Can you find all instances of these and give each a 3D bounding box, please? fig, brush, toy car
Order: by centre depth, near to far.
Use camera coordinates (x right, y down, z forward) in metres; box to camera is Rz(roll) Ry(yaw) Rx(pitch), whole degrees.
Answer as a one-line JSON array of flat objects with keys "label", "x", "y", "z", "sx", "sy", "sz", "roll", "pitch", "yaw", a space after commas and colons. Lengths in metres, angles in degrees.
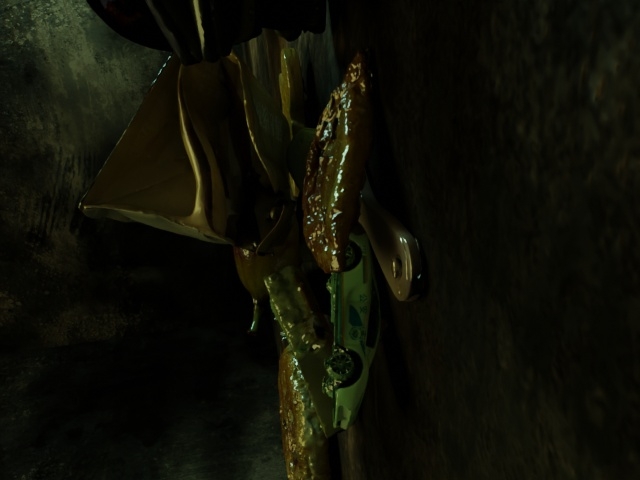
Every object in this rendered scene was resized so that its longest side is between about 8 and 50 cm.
[{"label": "brush", "x": 0.018, "y": -0.036, "z": 0.551, "sx": 0.312, "sy": 0.067, "sz": 0.071, "roll": -114, "pitch": 19, "yaw": -58}, {"label": "toy car", "x": 0.032, "y": 0.081, "z": 0.566, "sx": 0.093, "sy": 0.058, "sz": 0.186, "roll": 96, "pitch": 176, "yaw": -63}, {"label": "fig", "x": -0.105, "y": 0.045, "z": 1.161, "sx": 0.170, "sy": 0.146, "sz": 0.273, "roll": 168, "pitch": 109, "yaw": -83}]

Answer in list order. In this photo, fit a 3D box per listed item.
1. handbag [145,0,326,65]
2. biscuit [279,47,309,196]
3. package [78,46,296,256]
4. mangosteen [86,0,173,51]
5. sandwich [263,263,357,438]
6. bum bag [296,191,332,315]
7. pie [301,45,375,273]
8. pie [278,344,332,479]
[{"label": "handbag", "x": -0.081, "y": -0.302, "z": 0.506, "sx": 0.342, "sy": 0.152, "sz": 0.287, "roll": -47, "pitch": -53, "yaw": -61}, {"label": "biscuit", "x": -0.036, "y": -0.178, "z": 0.904, "sx": 0.240, "sy": 0.035, "sz": 0.158, "roll": 94, "pitch": 164, "yaw": -57}, {"label": "package", "x": -0.086, "y": -0.068, "z": 0.694, "sx": 0.221, "sy": 0.165, "sz": 0.311, "roll": -57, "pitch": -5, "yaw": 0}, {"label": "mangosteen", "x": -0.281, "y": -0.585, "z": 1.175, "sx": 0.381, "sy": 0.383, "sz": 0.434, "roll": -105, "pitch": 26, "yaw": -43}, {"label": "sandwich", "x": -0.027, "y": 0.101, "z": 0.799, "sx": 0.245, "sy": 0.063, "sz": 0.212, "roll": -122, "pitch": 13, "yaw": -46}, {"label": "bum bag", "x": 0.000, "y": 0.000, "z": 0.775, "sx": 0.087, "sy": 0.049, "sz": 0.197, "roll": -140, "pitch": 41, "yaw": -68}, {"label": "pie", "x": 0.013, "y": -0.058, "z": 0.497, "sx": 0.088, "sy": 0.033, "sz": 0.190, "roll": -19, "pitch": 58, "yaw": 56}, {"label": "pie", "x": -0.031, "y": 0.350, "z": 1.191, "sx": 0.315, "sy": 0.093, "sz": 0.314, "roll": 174, "pitch": 90, "yaw": -82}]
